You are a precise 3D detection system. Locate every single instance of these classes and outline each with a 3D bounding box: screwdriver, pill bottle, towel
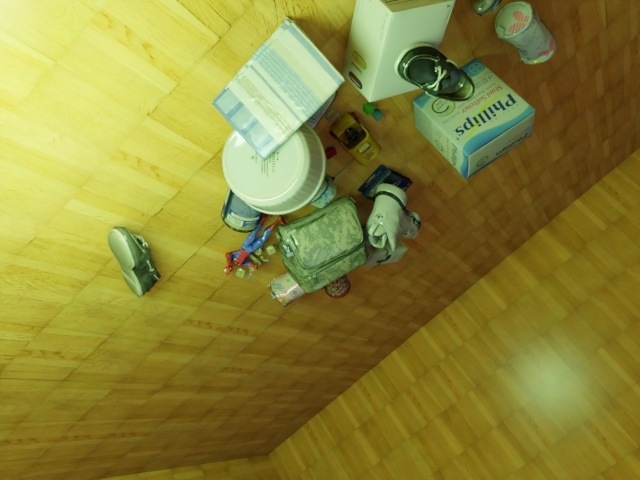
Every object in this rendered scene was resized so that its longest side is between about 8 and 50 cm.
[{"bbox_3d":[0.055,-0.224,1.898,0.170,0.024,0.025,-46,121,5],"label":"screwdriver"},{"bbox_3d":[-0.209,-0.136,1.637,0.123,0.123,0.219,-12,144,-35],"label":"pill bottle"},{"bbox_3d":[-0.103,-0.362,1.355,0.285,0.209,0.034,-43,177,13],"label":"towel"}]

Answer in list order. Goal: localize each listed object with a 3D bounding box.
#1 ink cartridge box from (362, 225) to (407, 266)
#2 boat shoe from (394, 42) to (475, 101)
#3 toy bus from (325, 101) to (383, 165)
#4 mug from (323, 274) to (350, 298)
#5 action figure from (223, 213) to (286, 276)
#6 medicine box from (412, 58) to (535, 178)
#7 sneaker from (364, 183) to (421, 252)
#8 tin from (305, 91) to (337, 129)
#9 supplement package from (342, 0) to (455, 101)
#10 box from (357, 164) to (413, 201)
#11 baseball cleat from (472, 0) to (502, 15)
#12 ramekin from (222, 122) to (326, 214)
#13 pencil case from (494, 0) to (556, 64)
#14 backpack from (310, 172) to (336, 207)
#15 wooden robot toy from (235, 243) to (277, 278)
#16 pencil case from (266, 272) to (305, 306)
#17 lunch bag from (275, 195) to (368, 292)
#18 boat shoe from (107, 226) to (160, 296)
[{"bbox_3d":[0.225,0.018,2.287,0.208,0.153,0.087,-6,140,-40],"label":"ink cartridge box"},{"bbox_3d":[0.312,-0.435,1.481,0.302,0.091,0.114,-6,138,-45],"label":"boat shoe"},{"bbox_3d":[0.111,-0.312,1.734,0.202,0.104,0.191,-18,146,-29],"label":"toy bus"},{"bbox_3d":[0.046,0.167,2.363,0.150,0.113,0.169,-32,147,-10],"label":"mug"},{"bbox_3d":[-0.229,0.037,1.856,0.091,0.139,0.280,32,114,-32],"label":"action figure"},{"bbox_3d":[0.490,-0.394,1.818,0.263,0.289,0.149,-34,151,-4],"label":"medicine box"},{"bbox_3d":[0.264,-0.044,2.101,0.210,0.137,0.366,-67,151,-16],"label":"sneaker"},{"bbox_3d":[-0.027,-0.375,1.571,0.106,0.040,0.189,7,130,-45],"label":"tin"},{"bbox_3d":[0.196,-0.527,1.468,0.204,0.145,0.262,-21,147,-25],"label":"supplement package"},{"bbox_3d":[0.244,-0.201,2.107,0.136,0.036,0.225,-47,148,20],"label":"box"},{"bbox_3d":[0.516,-0.734,1.597,0.206,0.072,0.109,-44,164,23],"label":"baseball cleat"},{"bbox_3d":[-0.129,-0.202,1.450,0.273,0.273,0.127,-42,171,11],"label":"ramekin"},{"bbox_3d":[0.656,-0.657,1.794,0.124,0.113,0.273,-29,158,31],"label":"pencil case"},{"bbox_3d":[-0.009,-0.166,1.811,0.105,0.114,0.084,-43,130,16],"label":"backpack"},{"bbox_3d":[-0.229,0.063,1.992,0.173,0.076,0.079,-42,-175,11],"label":"wooden robot toy"},{"bbox_3d":[-0.067,0.142,2.202,0.284,0.124,0.124,-34,151,-1],"label":"pencil case"},{"bbox_3d":[0.000,0.000,1.987,0.305,0.212,0.256,-27,134,-16],"label":"lunch bag"},{"bbox_3d":[-0.524,0.045,1.606,0.095,0.112,0.335,-41,161,-28],"label":"boat shoe"}]
